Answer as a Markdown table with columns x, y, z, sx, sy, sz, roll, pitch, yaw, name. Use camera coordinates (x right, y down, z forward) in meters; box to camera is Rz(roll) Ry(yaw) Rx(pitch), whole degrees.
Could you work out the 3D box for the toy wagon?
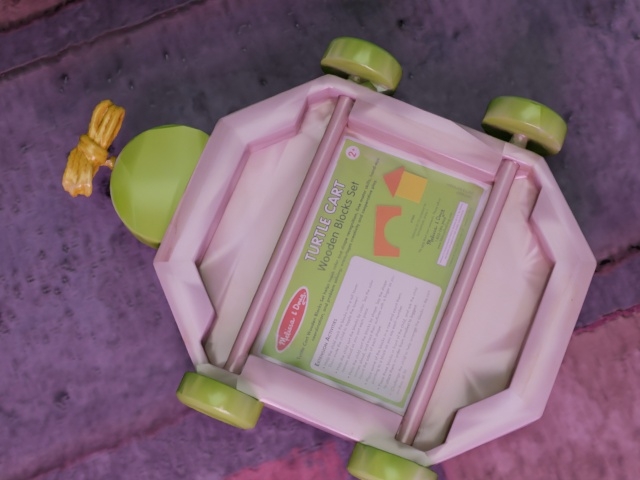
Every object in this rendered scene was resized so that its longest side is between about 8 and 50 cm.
| x | y | z | sx | sy | sz | roll | pitch | yaw | name |
| --- | --- | --- | --- | --- | --- | --- | --- | --- | --- |
| 0.000 | 0.000 | 0.765 | 0.344 | 0.068 | 0.267 | 21 | 77 | 7 | toy wagon |
